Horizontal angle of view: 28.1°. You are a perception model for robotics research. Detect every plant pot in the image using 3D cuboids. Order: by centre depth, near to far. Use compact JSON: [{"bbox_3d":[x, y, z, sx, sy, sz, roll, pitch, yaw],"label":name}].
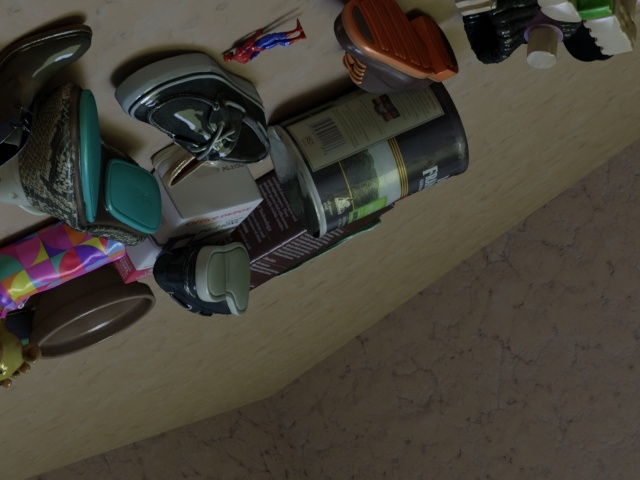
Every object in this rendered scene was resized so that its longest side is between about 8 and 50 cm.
[{"bbox_3d":[-0.423,0.111,2.296,0.237,0.109,0.237,-26,167,-6],"label":"plant pot"}]

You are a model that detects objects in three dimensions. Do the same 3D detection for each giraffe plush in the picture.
[{"bbox_3d":[-0.556,0.161,2.090,0.210,0.170,0.181,-15,161,-43],"label":"giraffe plush"}]

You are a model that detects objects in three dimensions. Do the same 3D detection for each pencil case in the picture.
[{"bbox_3d":[-0.418,0.026,2.018,0.236,0.104,0.104,-28,167,-4],"label":"pencil case"}]

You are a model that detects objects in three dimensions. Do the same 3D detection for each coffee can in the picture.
[{"bbox_3d":[0.076,-0.149,2.105,0.275,0.201,0.201,-24,166,-11],"label":"coffee can"}]

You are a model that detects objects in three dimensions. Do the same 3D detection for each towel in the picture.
[{"bbox_3d":[0.000,0.000,2.637,0.248,0.038,0.325,-28,-174,-2],"label":"towel"}]

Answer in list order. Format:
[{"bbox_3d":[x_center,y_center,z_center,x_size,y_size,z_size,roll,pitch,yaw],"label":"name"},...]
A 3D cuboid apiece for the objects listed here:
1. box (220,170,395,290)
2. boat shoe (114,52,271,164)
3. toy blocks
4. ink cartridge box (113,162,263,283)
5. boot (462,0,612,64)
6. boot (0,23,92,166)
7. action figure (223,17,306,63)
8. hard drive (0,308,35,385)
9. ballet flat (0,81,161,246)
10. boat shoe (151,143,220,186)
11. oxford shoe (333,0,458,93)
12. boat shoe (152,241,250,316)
[{"bbox_3d":[-0.070,-0.038,2.376,0.381,0.143,0.191,-28,166,10],"label":"box"},{"bbox_3d":[-0.151,-0.170,1.760,0.121,0.119,0.335,-33,166,22],"label":"boat shoe"},{"bbox_3d":[0.347,-0.419,1.691,0.309,0.260,0.288,-8,148,32],"label":"toy blocks"},{"bbox_3d":[-0.231,-0.038,2.132,0.172,0.100,0.237,-17,163,-39],"label":"ink cartridge box"},{"bbox_3d":[0.359,-0.347,2.053,0.260,0.131,0.348,-33,156,-5],"label":"boot"},{"bbox_3d":[-0.340,-0.157,1.469,0.219,0.106,0.082,-29,166,7],"label":"boot"},{"bbox_3d":[-0.078,-0.267,1.738,0.115,0.030,0.038,-23,161,3],"label":"action figure"},{"bbox_3d":[-0.680,0.244,2.392,0.237,0.064,0.339,-15,162,-42],"label":"hard drive"},{"bbox_3d":[-0.341,-0.082,1.696,0.182,0.164,0.483,-1,169,4],"label":"ballet flat"},{"bbox_3d":[-0.174,-0.138,1.961,0.170,0.059,0.063,-30,166,12],"label":"boat shoe"},{"bbox_3d":[0.089,-0.265,1.870,0.133,0.130,0.364,-26,168,21],"label":"oxford shoe"},{"bbox_3d":[-0.196,0.065,2.144,0.113,0.127,0.340,1,180,10],"label":"boat shoe"}]
